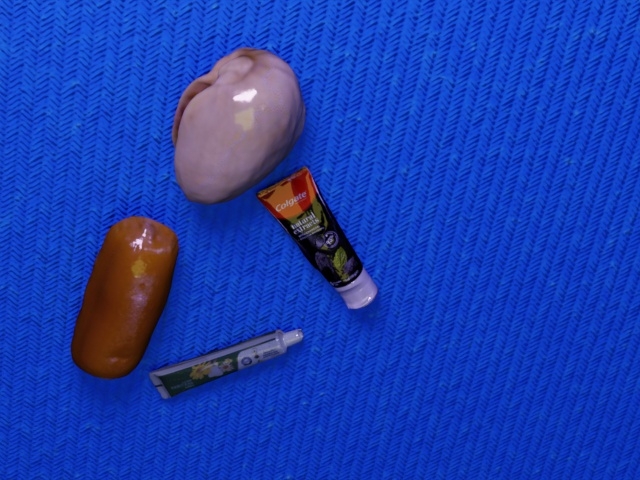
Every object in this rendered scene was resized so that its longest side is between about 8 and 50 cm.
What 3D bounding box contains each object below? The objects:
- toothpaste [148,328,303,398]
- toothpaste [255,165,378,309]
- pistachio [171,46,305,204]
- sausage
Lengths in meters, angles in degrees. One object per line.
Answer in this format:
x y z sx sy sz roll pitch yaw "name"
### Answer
-0.116 0.151 2.084 0.204 0.031 0.049 -20 125 10 "toothpaste"
0.000 0.000 1.984 0.071 0.045 0.193 -27 118 13 "toothpaste"
-0.090 -0.119 1.838 0.145 0.117 0.200 10 125 -20 "pistachio"
-0.233 0.071 1.976 0.098 0.098 0.238 13 124 -15 "sausage"
